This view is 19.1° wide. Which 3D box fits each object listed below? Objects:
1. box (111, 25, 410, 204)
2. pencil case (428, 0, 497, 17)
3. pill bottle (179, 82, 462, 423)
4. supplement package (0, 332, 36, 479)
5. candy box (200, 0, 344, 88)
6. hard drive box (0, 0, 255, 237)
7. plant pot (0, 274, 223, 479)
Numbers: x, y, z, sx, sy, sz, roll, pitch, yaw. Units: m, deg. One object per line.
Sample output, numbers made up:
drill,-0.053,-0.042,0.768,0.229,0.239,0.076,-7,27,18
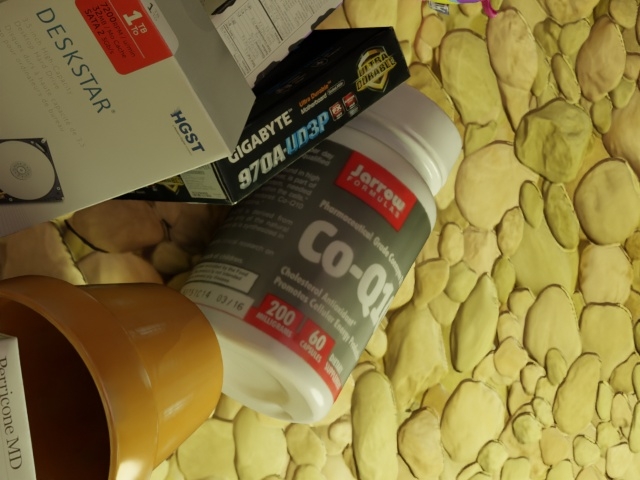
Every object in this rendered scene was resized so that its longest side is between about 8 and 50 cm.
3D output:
box,-0.059,-0.105,1.568,0.220,0.175,0.051,-37,116,-32
pencil case,0.126,-0.329,1.768,0.104,0.104,0.236,7,88,-40
pill bottle,0.000,0.000,1.632,0.161,0.161,0.283,45,65,-32
supplement package,-0.355,0.175,1.303,0.263,0.198,0.199,-15,104,-36
candy box,-0.085,-0.181,1.549,0.196,0.165,0.070,-46,118,-29
hard drive box,-0.195,-0.121,1.408,0.181,0.232,0.089,59,26,-26
plant pot,-0.181,0.115,1.477,0.188,0.205,0.205,-22,107,-54
